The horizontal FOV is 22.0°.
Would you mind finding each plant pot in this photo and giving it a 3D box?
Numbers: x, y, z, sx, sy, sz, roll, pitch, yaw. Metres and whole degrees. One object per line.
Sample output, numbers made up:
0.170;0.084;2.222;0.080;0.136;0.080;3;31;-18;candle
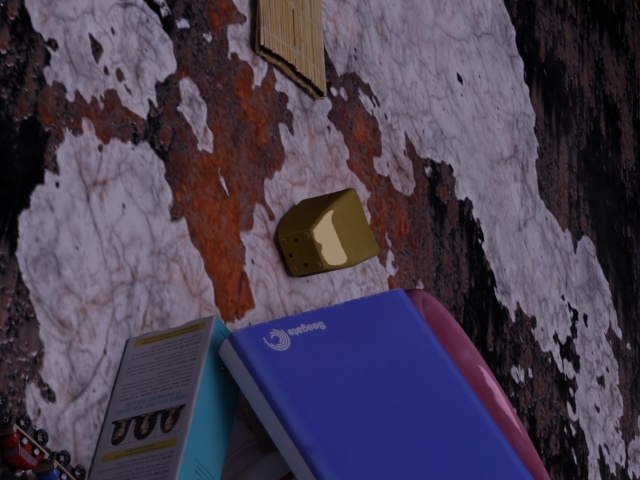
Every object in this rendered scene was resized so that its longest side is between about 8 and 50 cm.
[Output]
0.000;0.000;1.812;0.083;0.081;0.081;-35;107;-50;plant pot

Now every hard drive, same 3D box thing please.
0.075;0.192;1.434;0.210;0.040;0.318;-12;58;-40;hard drive

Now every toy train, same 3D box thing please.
-0.237;0.164;1.318;0.158;0.027;0.036;51;38;-37;toy train

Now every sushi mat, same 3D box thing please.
-0.038;-0.333;1.981;0.151;0.019;0.316;35;46;-50;sushi mat

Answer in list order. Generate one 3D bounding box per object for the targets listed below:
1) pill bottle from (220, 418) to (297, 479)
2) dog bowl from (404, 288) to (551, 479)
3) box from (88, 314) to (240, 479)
-0.036;0.270;1.474;0.216;0.121;0.121;47;24;12;pill bottle
0.123;0.228;1.695;0.408;0.150;0.408;56;12;-18;dog bowl
-0.136;0.183;1.420;0.060;0.100;0.244;52;34;-36;box
